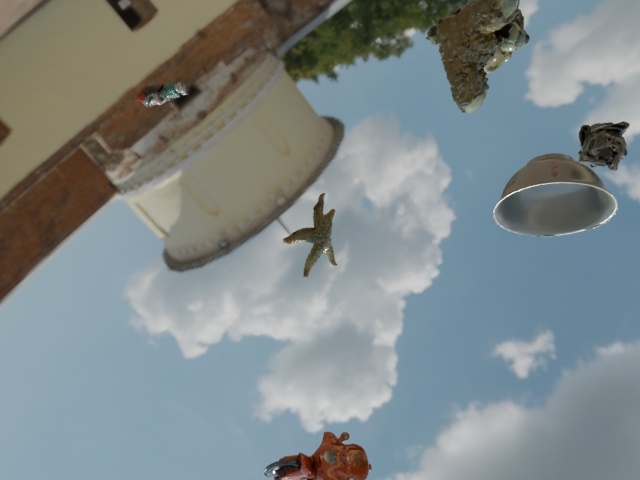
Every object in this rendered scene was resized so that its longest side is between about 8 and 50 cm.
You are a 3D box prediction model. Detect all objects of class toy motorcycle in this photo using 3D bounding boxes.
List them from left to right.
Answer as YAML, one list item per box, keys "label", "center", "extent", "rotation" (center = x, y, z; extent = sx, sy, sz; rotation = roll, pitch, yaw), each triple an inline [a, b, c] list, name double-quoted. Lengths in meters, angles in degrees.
- label: "toy motorcycle"
  center: [0.010, 0.543, 1.684]
  extent: [0.221, 0.326, 0.148]
  rotation: [-14, -128, 5]

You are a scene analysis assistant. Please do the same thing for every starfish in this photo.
- label: "starfish"
  center: [0.000, 0.000, 1.803]
  extent: [0.053, 0.176, 0.208]
  rotation: [9, -123, 40]

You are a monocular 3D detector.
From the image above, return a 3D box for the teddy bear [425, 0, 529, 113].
- label: "teddy bear"
  center: [0.337, -0.414, 1.525]
  extent: [0.156, 0.267, 0.256]
  rotation: [33, -144, 28]

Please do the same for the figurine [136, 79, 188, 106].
- label: "figurine"
  center: [-0.346, -0.322, 1.625]
  extent: [0.105, 0.047, 0.060]
  rotation: [-13, -170, 7]

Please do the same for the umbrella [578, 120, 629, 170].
- label: "umbrella"
  center: [0.704, -0.260, 1.866]
  extent: [0.113, 0.106, 0.357]
  rotation: [7, -162, 17]

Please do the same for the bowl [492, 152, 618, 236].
- label: "bowl"
  center: [0.667, -0.150, 2.145]
  extent: [0.345, 0.345, 0.157]
  rotation: [-19, -122, 40]
